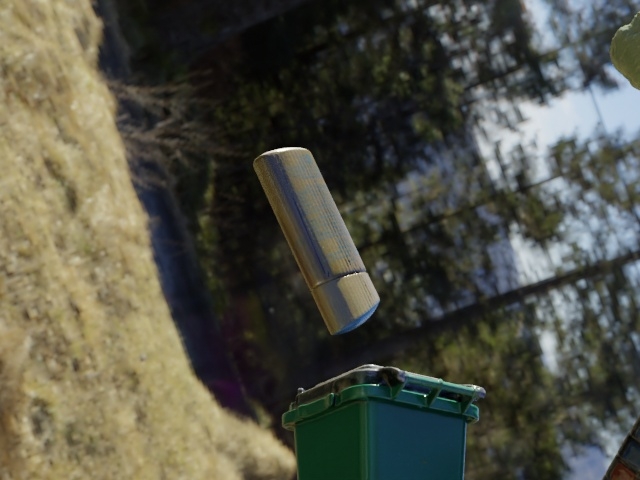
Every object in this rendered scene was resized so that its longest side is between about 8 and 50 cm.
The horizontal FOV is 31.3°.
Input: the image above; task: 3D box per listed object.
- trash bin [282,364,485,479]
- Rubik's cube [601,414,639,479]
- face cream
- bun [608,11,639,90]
[{"bbox_3d":[0.108,0.403,1.801,0.259,0.295,0.381,15,63,-31],"label":"trash bin"},{"bbox_3d":[0.700,0.384,1.965,0.287,0.292,0.293,40,-51,29],"label":"Rubik's cube"},{"bbox_3d":[0.000,0.000,1.691,0.139,0.067,0.285,-8,70,-59],"label":"face cream"},{"bbox_3d":[0.498,-0.266,1.558,0.212,0.204,0.126,-91,-156,-57],"label":"bun"}]
